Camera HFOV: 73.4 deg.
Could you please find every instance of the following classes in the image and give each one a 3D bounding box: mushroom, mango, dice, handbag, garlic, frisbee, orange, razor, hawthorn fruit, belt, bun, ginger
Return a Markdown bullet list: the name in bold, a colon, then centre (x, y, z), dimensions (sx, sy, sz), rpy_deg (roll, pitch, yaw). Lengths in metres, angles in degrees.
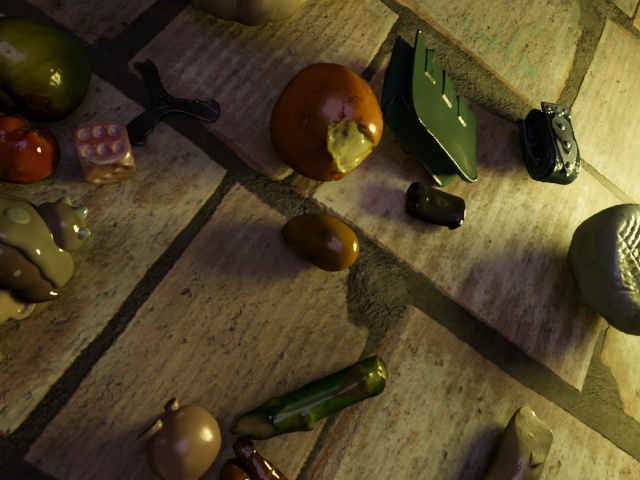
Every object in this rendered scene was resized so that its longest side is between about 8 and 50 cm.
- **mushroom**: centre (0.410, 0.479, 0.909), dimensions (0.247, 0.096, 0.108), rpy_deg (-45, 118, -20)
- **mango**: centre (0.005, -0.002, 0.902), dimensions (0.163, 0.089, 0.111), rpy_deg (39, 68, 3)
- **dice**: centre (-0.402, -0.164, 0.802), dimensions (0.093, 0.091, 0.094), rpy_deg (-15, 80, -22)
- **handbag**: centre (0.265, -0.291, 1.001), dimensions (0.326, 0.089, 0.239), rpy_deg (33, 59, -40)
- **garlic**: centre (-0.154, -0.627, 0.955), dimensions (0.321, 0.241, 0.323), rpy_deg (-2, 98, -18)
- **frisbee**: centre (-0.333, -0.304, 0.909), dimensions (0.210, 0.012, 0.188), rpy_deg (-22, 83, -23)
- **orange**: centre (0.012, -0.238, 0.889), dimensions (0.239, 0.240, 0.240), rpy_deg (5, 74, -18)
- **razor**: centre (0.277, -0.083, 1.034), dimensions (0.147, 0.054, 0.090), rpy_deg (16, 71, -15)
- **hawthorn fruit**: centre (-0.530, -0.156, 0.750), dimensions (0.125, 0.140, 0.125), rpy_deg (32, 44, -37)
- **belt**: centre (0.605, -0.254, 1.159), dimensions (0.128, 0.122, 0.218), rpy_deg (4, 68, -16)
- **bun**: centre (0.771, 0.070, 1.088), dimensions (0.353, 0.194, 0.355), rpy_deg (5, 77, -20)
- **ginger**: centre (-0.117, 0.435, 0.752), dimensions (0.162, 0.073, 0.103), rpy_deg (46, 53, 4)

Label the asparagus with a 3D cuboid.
- **asparagus**: centre (-0.003, 0.303, 0.822), dimensions (0.342, 0.085, 0.082), rpy_deg (-14, 104, -24)

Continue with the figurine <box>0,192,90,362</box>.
- **figurine**: centre (-0.520, 0.088, 0.650), dimensions (0.248, 0.203, 0.381), rpy_deg (18, 82, -7)

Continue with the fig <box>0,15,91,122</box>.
- **fig**: centre (-0.506, -0.302, 0.759), dimensions (0.181, 0.181, 0.191), rpy_deg (42, 49, -4)

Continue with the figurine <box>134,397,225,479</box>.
- **figurine**: centre (-0.229, 0.341, 0.717), dimensions (0.125, 0.125, 0.138), rpy_deg (-39, 103, -24)

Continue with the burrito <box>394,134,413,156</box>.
- **burrito**: centre (0.222, -0.330, 1.075), dimensions (0.087, 0.060, 0.226), rpy_deg (38, 56, -56)
